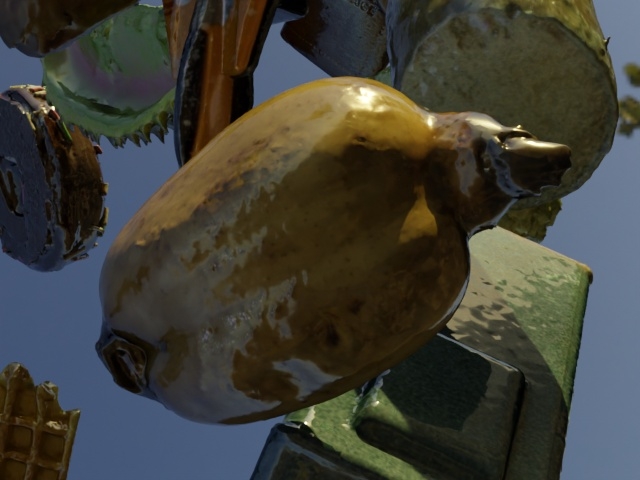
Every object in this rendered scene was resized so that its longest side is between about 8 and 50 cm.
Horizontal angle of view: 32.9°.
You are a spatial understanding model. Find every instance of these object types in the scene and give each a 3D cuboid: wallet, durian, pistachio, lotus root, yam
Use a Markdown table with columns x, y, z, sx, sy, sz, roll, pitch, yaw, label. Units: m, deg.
| x | y | z | sx | sy | sz | roll | pitch | yaw | label |
| --- | --- | --- | --- | --- | --- | --- | --- | --- | --- |
| 0.056 | -0.281 | 1.134 | 0.031 | 0.137 | 0.255 | -42 | -16 | -51 | wallet |
| -0.218 | -0.206 | 1.242 | 0.157 | 0.355 | 0.169 | -38 | -55 | -35 | durian |
| -0.144 | -0.190 | 0.694 | 0.089 | 0.049 | 0.173 | 28 | -110 | -2 | pistachio |
| 0.000 | 0.000 | 0.469 | 0.125 | 0.221 | 0.118 | 56 | -165 | -13 | lotus root |
| 0.106 | -0.186 | 0.695 | 0.133 | 0.133 | 0.330 | 42 | -141 | -43 | yam |

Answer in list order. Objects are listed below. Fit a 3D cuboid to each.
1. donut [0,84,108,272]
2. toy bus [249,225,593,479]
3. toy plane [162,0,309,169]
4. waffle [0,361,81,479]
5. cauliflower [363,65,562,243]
| x | y | z | sx | sy | sz | roll | pitch | yaw | label |
| --- | --- | --- | --- | --- | --- | --- | --- | --- | --- |
| -0.381 | -0.083 | 1.476 | 0.103 | 0.269 | 0.270 | -14 | -77 | -37 | donut |
| 0.057 | 0.121 | 0.657 | 0.323 | 0.162 | 0.194 | -56 | -11 | -60 | toy bus |
| -0.045 | -0.148 | 0.642 | 0.103 | 0.204 | 0.316 | 0 | -92 | -46 | toy plane |
| -0.350 | 0.234 | 1.170 | 0.160 | 0.055 | 0.211 | 11 | -92 | -9 | waffle |
| 0.124 | -0.059 | 1.091 | 0.250 | 0.275 | 0.272 | 72 | -155 | -52 | cauliflower |
